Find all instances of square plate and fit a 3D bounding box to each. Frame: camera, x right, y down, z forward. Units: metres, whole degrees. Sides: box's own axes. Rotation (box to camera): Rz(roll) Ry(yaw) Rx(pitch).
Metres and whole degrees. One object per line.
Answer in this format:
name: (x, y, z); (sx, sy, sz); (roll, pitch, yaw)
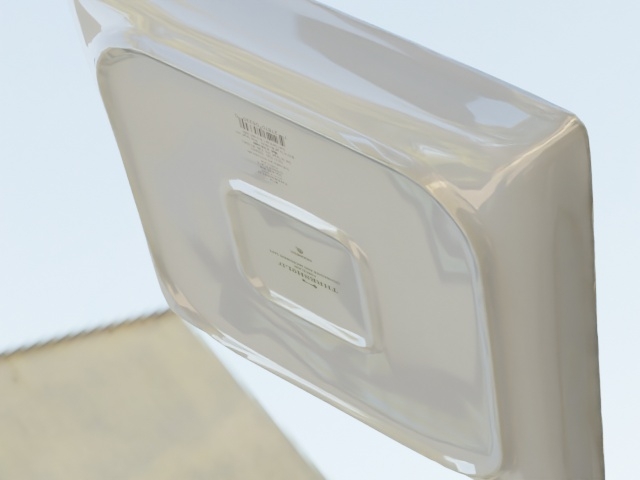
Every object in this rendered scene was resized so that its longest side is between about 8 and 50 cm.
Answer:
square plate: (0.000, 0.000, 1.041); (0.049, 0.347, 0.344); (-48, -33, -27)
